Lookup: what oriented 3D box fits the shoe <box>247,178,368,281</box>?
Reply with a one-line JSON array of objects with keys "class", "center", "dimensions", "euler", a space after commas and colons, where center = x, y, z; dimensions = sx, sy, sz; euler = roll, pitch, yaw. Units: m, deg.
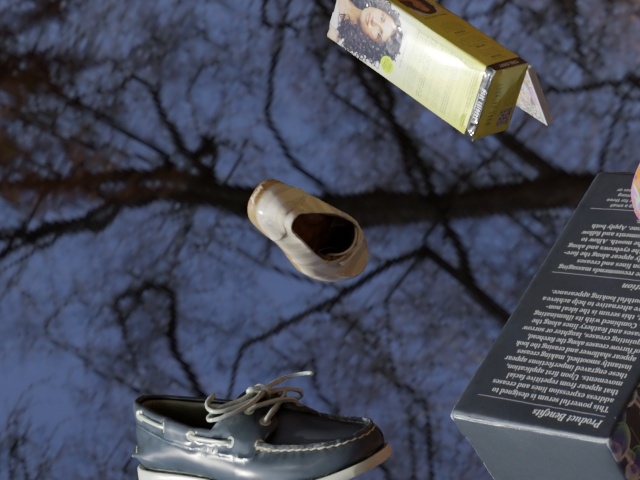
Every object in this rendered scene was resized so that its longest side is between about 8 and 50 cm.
[{"class": "shoe", "center": [0.000, 0.000, 1.660], "dimensions": [0.058, 0.076, 0.219], "euler": [23, 175, 34]}]

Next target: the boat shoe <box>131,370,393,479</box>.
[{"class": "boat shoe", "center": [-0.054, 0.151, 1.230], "dimensions": [0.095, 0.254, 0.079], "euler": [-17, -83, -44]}]

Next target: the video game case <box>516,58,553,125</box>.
[{"class": "video game case", "center": [0.241, -0.199, 1.935], "dimensions": [0.011, 0.087, 0.122], "euler": [-33, -145, -9]}]

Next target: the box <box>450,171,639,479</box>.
[{"class": "box", "center": [0.377, 0.159, 1.812], "dimensions": [0.395, 0.212, 0.293], "euler": [-55, -50, -28]}]

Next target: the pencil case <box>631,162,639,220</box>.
[{"class": "pencil case", "center": [0.370, 0.007, 1.250], "dimensions": [0.124, 0.124, 0.284], "euler": [2, -149, -32]}]

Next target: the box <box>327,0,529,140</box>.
[{"class": "box", "center": [0.109, -0.202, 1.650], "dimensions": [0.058, 0.087, 0.232], "euler": [-19, -135, -40]}]
